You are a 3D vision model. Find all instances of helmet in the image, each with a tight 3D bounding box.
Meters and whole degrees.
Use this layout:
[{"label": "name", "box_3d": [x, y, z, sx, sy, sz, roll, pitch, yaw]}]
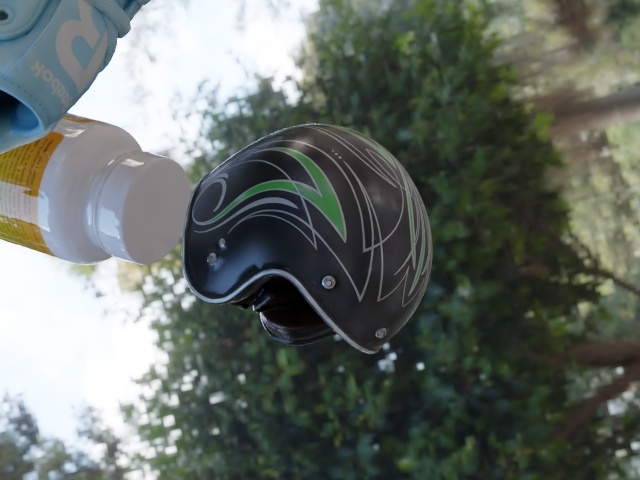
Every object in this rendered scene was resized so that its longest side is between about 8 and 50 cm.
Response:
[{"label": "helmet", "box_3d": [0.000, 0.000, 0.954, 0.169, 0.161, 0.169, 27, -121, -57]}]

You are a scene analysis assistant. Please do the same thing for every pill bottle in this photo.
[{"label": "pill bottle", "box_3d": [-0.250, -0.054, 1.264, 0.136, 0.245, 0.136, -35, -48, -49]}]

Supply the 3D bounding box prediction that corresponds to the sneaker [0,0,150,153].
[{"label": "sneaker", "box_3d": [-0.143, -0.127, 0.726, 0.150, 0.366, 0.135, 54, -178, 35]}]
